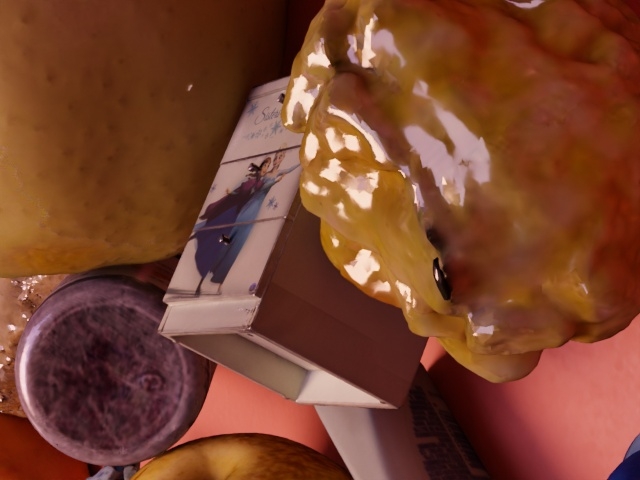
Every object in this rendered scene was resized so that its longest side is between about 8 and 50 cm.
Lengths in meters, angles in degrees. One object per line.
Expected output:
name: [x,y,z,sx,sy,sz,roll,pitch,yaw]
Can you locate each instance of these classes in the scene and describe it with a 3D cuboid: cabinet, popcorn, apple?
cabinet: [0.000,0.000,1.148,0.145,0.150,0.206,-8,56,58]
popcorn: [0.103,-0.052,0.989,0.286,0.215,0.252,53,124,26]
apple: [-0.237,-0.198,1.307,0.473,0.473,0.474,20,114,55]

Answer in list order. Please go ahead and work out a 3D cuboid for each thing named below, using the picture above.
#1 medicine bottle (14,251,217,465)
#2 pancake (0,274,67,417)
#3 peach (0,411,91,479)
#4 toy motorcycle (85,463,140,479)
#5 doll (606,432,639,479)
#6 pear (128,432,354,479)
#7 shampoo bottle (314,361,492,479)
medicine bottle: [-0.171,0.087,1.413,0.273,0.165,0.165,-89,-3,-79]
pancake: [-0.356,0.051,1.674,0.387,0.386,0.082,-56,10,47]
peach: [-0.436,0.338,1.867,0.342,0.301,0.343,23,117,55]
toy motorcycle: [-0.156,0.336,1.545,0.260,0.154,0.206,46,162,16]
doll: [0.248,0.225,0.894,0.376,0.187,0.366,44,145,28]
pear: [-0.066,0.299,1.314,0.280,0.280,0.281,20,114,55]
shampoo bottle: [0.109,0.240,1.135,0.078,0.134,0.359,-43,57,20]
